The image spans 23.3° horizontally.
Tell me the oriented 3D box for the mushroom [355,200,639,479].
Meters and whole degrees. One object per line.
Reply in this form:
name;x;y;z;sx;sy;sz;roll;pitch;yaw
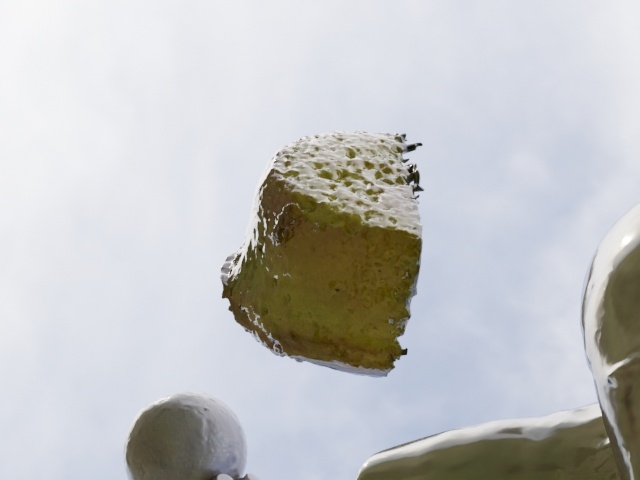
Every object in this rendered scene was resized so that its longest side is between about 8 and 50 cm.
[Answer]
mushroom;0.169;0.130;0.684;0.290;0.292;0.292;-27;-118;15

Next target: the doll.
doll;-0.123;0.314;1.737;0.151;0.151;0.287;-34;-113;28

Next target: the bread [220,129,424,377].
bread;-0.001;0.004;1.264;0.260;0.147;0.160;-90;-167;-63
